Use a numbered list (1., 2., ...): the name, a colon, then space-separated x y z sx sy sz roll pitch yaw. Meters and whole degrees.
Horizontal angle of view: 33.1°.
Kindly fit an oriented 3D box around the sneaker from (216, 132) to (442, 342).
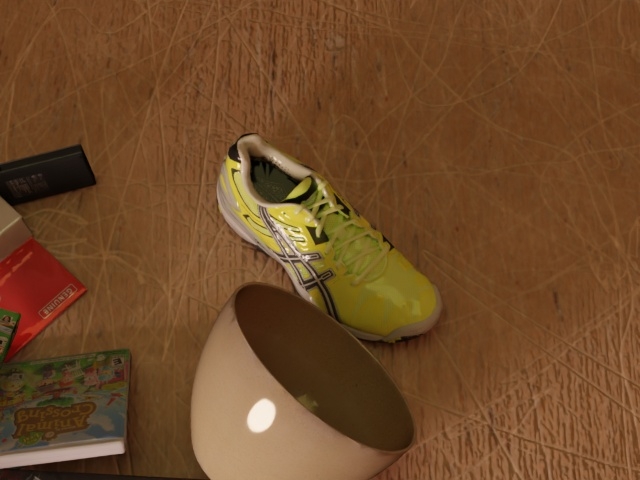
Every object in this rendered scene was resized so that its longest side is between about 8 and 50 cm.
1. sneaker: 0.000 0.000 1.478 0.385 0.147 0.145 35 68 16

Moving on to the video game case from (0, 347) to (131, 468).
1. video game case: -0.354 0.215 1.391 0.212 0.023 0.193 -6 32 -3

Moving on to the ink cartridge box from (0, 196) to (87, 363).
1. ink cartridge box: -0.523 0.073 1.505 0.261 0.066 0.296 39 71 20

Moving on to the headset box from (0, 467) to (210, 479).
1. headset box: -0.250 0.401 1.306 0.293 0.110 0.218 3 63 4

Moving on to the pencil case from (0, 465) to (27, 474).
1. pencil case: -0.418 0.273 1.401 0.152 0.070 0.064 -14 94 -8

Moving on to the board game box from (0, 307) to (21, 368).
1. board game box: -0.566 0.128 1.363 0.317 0.046 0.213 19 35 -9

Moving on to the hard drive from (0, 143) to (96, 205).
1. hard drive: -0.402 -0.094 1.566 0.135 0.094 0.022 -14 65 -5

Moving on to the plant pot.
1. plant pot: -0.050 0.217 1.331 0.284 0.284 0.191 47 109 21
